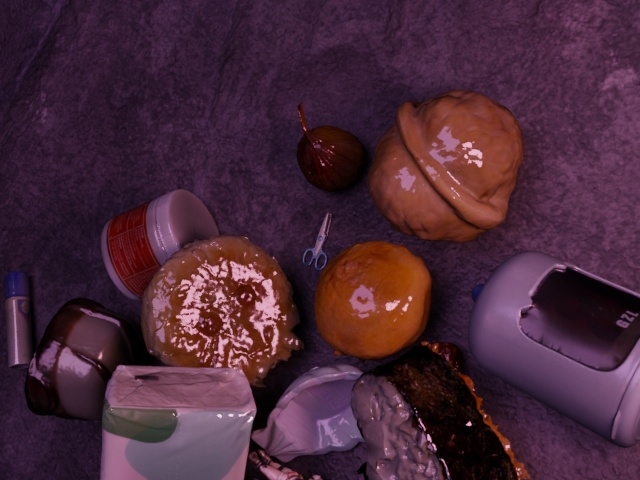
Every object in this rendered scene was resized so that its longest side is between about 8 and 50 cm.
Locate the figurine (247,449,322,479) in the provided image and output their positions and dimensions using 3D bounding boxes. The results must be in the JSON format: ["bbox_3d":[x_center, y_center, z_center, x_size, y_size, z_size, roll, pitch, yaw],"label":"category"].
[{"bbox_3d":[-0.028,0.509,1.692,0.265,0.175,0.197,14,112,32],"label":"figurine"}]

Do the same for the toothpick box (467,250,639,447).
[{"bbox_3d":[0.403,0.168,1.525,0.355,0.263,0.263,28,91,31],"label":"toothpick box"}]

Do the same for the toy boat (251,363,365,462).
[{"bbox_3d":[0.004,0.318,1.740,0.290,0.199,0.100,-34,28,22],"label":"toy boat"}]

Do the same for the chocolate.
[{"bbox_3d":[-0.479,0.275,1.960,0.186,0.283,0.283,19,87,12],"label":"chocolate"}]

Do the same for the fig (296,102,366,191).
[{"bbox_3d":[0.004,-0.186,1.836,0.146,0.201,0.133,12,74,24],"label":"fig"}]

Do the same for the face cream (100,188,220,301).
[{"bbox_3d":[-0.341,0.013,1.966,0.187,0.201,0.201,-22,68,21],"label":"face cream"}]

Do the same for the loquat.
[{"bbox_3d":[0.097,0.110,1.714,0.238,0.193,0.238,-3,81,22],"label":"loquat"}]

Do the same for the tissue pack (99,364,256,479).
[{"bbox_3d":[-0.271,0.419,1.682,0.194,0.266,0.356,-118,34,-68],"label":"tissue pack"}]

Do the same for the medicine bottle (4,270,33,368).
[{"bbox_3d":[-0.728,0.192,2.210,0.059,0.059,0.230,-17,71,24],"label":"medicine bottle"}]

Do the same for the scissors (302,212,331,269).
[{"bbox_3d":[0.000,0.000,1.895,0.058,0.014,0.119,17,89,29],"label":"scissors"}]

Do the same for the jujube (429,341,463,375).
[{"bbox_3d":[0.225,0.251,1.682,0.077,0.077,0.129,-6,86,27],"label":"jujube"}]

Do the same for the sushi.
[{"bbox_3d":[0.190,0.362,1.578,0.234,0.208,0.348,-42,71,50],"label":"sushi"}]

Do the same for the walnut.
[{"bbox_3d":[0.229,-0.132,1.665,0.296,0.285,0.285,-40,63,21],"label":"walnut"}]

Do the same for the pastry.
[{"bbox_3d":[-0.197,0.140,1.819,0.136,0.330,0.329,161,117,-67],"label":"pastry"}]
